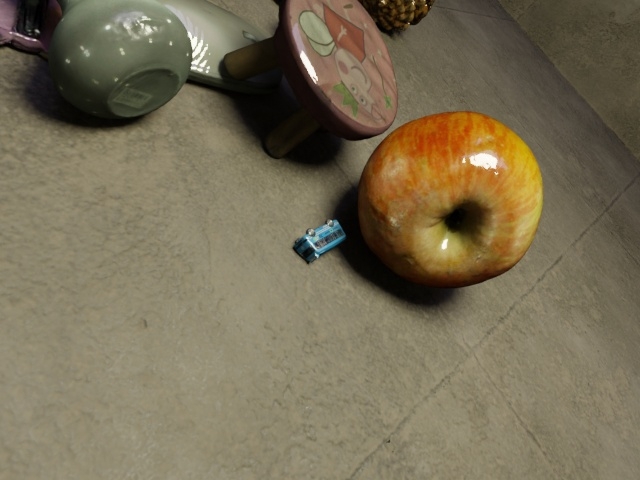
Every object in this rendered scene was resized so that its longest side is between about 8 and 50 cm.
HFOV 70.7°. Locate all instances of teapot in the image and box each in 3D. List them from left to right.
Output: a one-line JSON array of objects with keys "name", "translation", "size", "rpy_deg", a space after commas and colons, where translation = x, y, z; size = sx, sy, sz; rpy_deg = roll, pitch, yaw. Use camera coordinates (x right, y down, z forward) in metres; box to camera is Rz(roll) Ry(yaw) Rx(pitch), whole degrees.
[{"name": "teapot", "translation": [-0.295, -0.296, 0.598], "size": [0.183, 0.183, 0.251], "rpy_deg": [-28, 82, -46]}]

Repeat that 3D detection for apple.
[{"name": "apple", "translation": [0.209, -0.072, 0.756], "size": [0.302, 0.301, 0.301], "rpy_deg": [20, 49, -25]}]

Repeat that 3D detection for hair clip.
[{"name": "hair clip", "translation": [-0.408, -0.332, 0.651], "size": [0.146, 0.056, 0.187], "rpy_deg": [3, 66, -37]}]

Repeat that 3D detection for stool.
[{"name": "stool", "translation": [-0.008, -0.281, 0.777], "size": [0.272, 0.178, 0.272], "rpy_deg": [19, 64, -44]}]

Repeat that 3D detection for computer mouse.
[{"name": "computer mouse", "translation": [-0.210, -0.363, 0.789], "size": [0.331, 0.095, 0.197], "rpy_deg": [4, 61, -35]}]

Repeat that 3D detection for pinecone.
[{"name": "pinecone", "translation": [0.212, -0.739, 1.293], "size": [0.243, 0.243, 0.257], "rpy_deg": [21, 44, -24]}]

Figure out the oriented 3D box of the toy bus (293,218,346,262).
[{"name": "toy bus", "translation": [0.000, 0.000, 0.713], "size": [0.083, 0.038, 0.046], "rpy_deg": [-29, 82, -45]}]
